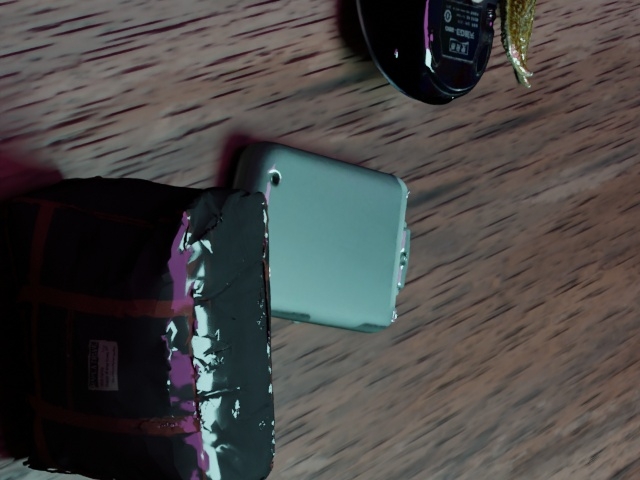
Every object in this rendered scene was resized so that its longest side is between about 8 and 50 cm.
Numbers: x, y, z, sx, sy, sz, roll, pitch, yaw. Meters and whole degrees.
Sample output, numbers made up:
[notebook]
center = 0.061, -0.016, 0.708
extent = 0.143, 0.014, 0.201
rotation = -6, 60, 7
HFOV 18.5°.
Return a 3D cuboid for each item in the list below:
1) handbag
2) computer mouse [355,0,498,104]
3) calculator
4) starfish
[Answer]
[handbag]
center = -0.126, 0.064, 1.353
extent = 0.155, 0.169, 0.215
rotation = -15, 106, -55
[computer mouse]
center = 0.089, -0.234, 1.687
extent = 0.137, 0.096, 0.233
rotation = 10, 88, -48
[calculator]
center = 0.000, 0.000, 1.618
extent = 0.246, 0.045, 0.141
rotation = 11, 83, -53
[starfish]
center = 0.185, -0.247, 1.830
extent = 0.238, 0.057, 0.213
rotation = 67, 22, -45
